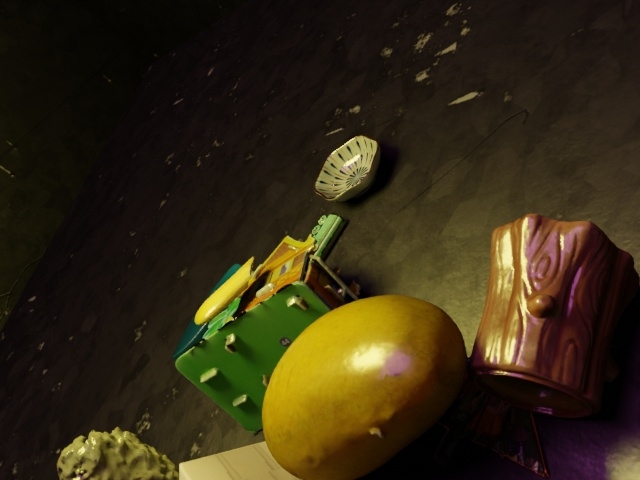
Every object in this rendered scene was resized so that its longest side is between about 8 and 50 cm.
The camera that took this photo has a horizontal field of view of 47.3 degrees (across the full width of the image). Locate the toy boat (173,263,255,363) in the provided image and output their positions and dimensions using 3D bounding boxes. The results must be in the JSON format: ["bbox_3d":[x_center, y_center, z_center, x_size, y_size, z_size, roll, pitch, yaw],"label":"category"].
[{"bbox_3d":[-0.257,0.188,1.755,0.299,0.062,0.096,-56,33,-8],"label":"toy boat"}]

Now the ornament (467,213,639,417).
[{"bbox_3d":[0.315,0.114,1.002,0.235,0.221,0.217,131,161,-67],"label":"ornament"}]

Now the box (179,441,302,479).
[{"bbox_3d":[-0.088,0.429,1.152,0.251,0.203,0.106,29,120,56],"label":"box"}]

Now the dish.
[{"bbox_3d":[0.077,-0.152,1.685,0.190,0.066,0.191,-31,37,26],"label":"dish"}]

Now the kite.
[{"bbox_3d":[0.245,0.244,1.118,0.321,0.016,0.234,13,66,55],"label":"kite"}]

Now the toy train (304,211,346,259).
[{"bbox_3d":[0.000,0.000,1.651,0.071,0.038,0.148,15,69,53],"label":"toy train"}]

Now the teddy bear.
[{"bbox_3d":[-0.338,0.511,1.347,0.367,0.224,0.357,-37,71,66],"label":"teddy bear"}]

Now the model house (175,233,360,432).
[{"bbox_3d":[-0.075,0.162,1.468,0.357,0.242,0.313,-36,18,25],"label":"model house"}]

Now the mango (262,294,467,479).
[{"bbox_3d":[0.059,0.216,1.090,0.301,0.220,0.445,-50,2,-26],"label":"mango"}]

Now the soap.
[{"bbox_3d":[-0.175,0.099,1.388,0.168,0.033,0.089,-44,17,-11],"label":"soap"}]
